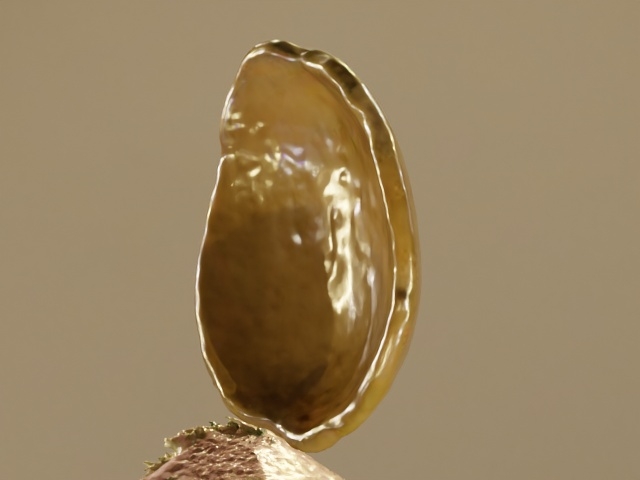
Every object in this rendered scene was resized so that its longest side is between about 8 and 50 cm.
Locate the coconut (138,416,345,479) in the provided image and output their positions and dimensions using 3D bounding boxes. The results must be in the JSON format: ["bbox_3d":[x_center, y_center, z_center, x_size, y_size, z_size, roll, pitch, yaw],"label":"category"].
[{"bbox_3d":[-0.076,0.252,1.171,0.233,0.233,0.245,21,-133,38],"label":"coconut"}]

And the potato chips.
[{"bbox_3d":[0.001,0.001,0.965,0.062,0.195,0.208,-1,-118,-34],"label":"potato chips"}]
